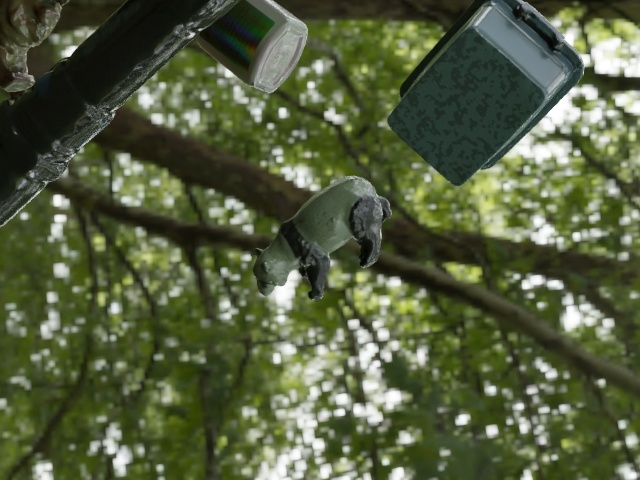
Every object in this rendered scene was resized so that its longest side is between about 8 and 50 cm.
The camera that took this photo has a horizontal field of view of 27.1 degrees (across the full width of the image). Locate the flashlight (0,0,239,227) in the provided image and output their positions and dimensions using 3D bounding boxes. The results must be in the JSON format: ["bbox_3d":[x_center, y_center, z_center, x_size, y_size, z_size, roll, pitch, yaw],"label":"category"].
[{"bbox_3d":[-0.231,-0.167,1.370,0.424,0.103,0.103,-39,-127,21],"label":"flashlight"}]

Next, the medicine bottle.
[{"bbox_3d":[-0.118,-0.310,1.925,0.219,0.078,0.115,42,-72,39],"label":"medicine bottle"}]

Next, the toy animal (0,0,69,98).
[{"bbox_3d":[-0.407,-0.231,1.625,0.312,0.097,0.157,-15,-105,39],"label":"toy animal"}]

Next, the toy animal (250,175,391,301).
[{"bbox_3d":[0.000,0.000,1.896,0.121,0.225,0.094,53,3,-36],"label":"toy animal"}]

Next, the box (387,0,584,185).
[{"bbox_3d":[0.198,-0.184,1.642,0.162,0.130,0.227,43,-51,0],"label":"box"}]
